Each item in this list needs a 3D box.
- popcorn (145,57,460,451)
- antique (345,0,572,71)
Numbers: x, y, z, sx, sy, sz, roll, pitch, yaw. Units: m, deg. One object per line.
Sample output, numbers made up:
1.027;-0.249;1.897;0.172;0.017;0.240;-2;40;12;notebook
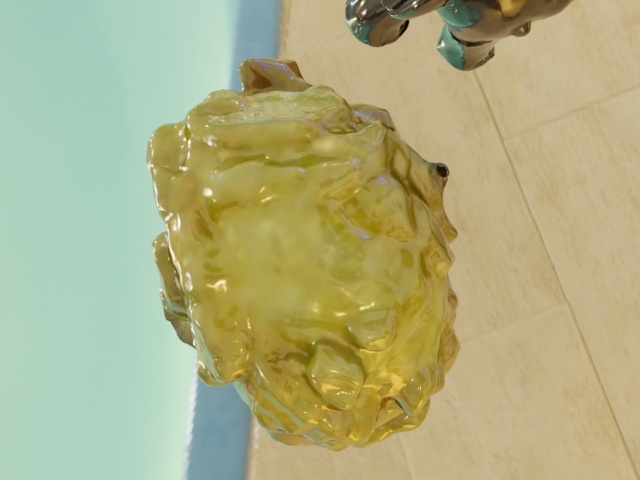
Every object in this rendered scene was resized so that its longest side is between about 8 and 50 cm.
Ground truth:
0.000;0.000;0.662;0.192;0.233;0.266;-23;60;15;popcorn
0.202;-0.301;1.044;0.322;0.255;0.185;-37;88;-19;antique
